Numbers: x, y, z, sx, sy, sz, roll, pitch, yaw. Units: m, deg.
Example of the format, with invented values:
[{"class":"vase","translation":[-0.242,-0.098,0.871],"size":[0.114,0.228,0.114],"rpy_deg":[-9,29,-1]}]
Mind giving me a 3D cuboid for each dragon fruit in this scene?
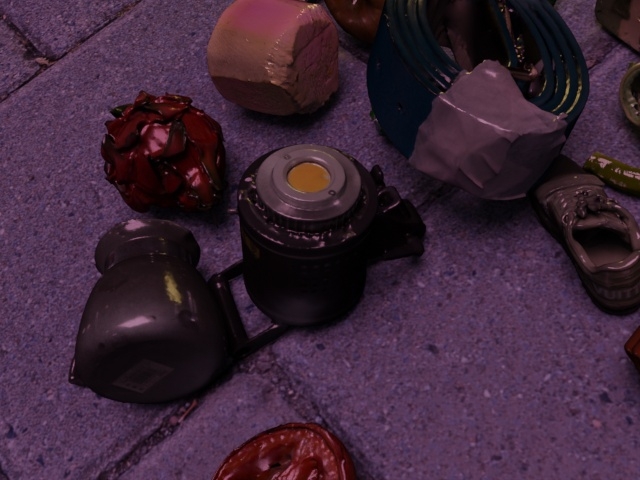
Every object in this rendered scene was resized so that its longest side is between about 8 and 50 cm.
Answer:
[{"class":"dragon fruit","translation":[-0.271,-0.135,1.190],"size":[0.234,0.234,0.293],"rpy_deg":[-30,70,-2]}]

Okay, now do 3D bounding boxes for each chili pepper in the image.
[{"class":"chili pepper","translation":[0.510,-0.090,1.010],"size":[0.202,0.050,0.051],"rpy_deg":[21,105,25]}]

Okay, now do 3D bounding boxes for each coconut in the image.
[{"class":"coconut","translation":[-0.098,-0.351,1.253],"size":[0.245,0.233,0.233],"rpy_deg":[21,68,33]}]

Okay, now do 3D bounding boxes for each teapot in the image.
[{"class":"teapot","translation":[-0.285,0.117,1.075],"size":[0.224,0.305,0.285],"rpy_deg":[5,46,-22]}]

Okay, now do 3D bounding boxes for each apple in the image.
[{"class":"apple","translation":[0.118,-0.510,1.266],"size":[0.261,0.260,0.194],"rpy_deg":[32,57,30]}]

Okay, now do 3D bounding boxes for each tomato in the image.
[{"class":"tomato","translation":[-0.044,0.362,0.881],"size":[0.228,0.101,0.227],"rpy_deg":[-13,52,18]}]

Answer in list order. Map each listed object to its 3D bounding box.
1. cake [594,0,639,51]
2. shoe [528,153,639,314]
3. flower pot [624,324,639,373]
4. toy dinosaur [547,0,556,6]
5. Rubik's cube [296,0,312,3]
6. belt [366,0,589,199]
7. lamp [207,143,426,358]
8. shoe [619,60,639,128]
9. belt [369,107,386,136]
[{"class":"cake","translation":[0.550,-0.454,1.085],"size":[0.172,0.284,0.158],"rpy_deg":[-43,56,10]},{"class":"shoe","translation":[0.392,-0.044,0.956],"size":[0.109,0.149,0.292],"rpy_deg":[-21,57,6]},{"class":"flower pot","translation":[0.494,0.136,0.812],"size":[0.173,0.191,0.190],"rpy_deg":[-40,56,8]},{"class":"toy dinosaur","translation":[0.424,-0.415,1.205],"size":[0.447,0.087,0.301],"rpy_deg":[-42,56,-2]},{"class":"Rubik's cube","translation":[-0.093,-0.597,1.410],"size":[0.265,0.213,0.224],"rpy_deg":[-34,70,-17]},{"class":"belt","translation":[0.233,-0.267,1.024],"size":[0.300,0.173,0.436],"rpy_deg":[0,49,-9]},{"class":"lamp","translation":[-0.032,-0.008,0.991],"size":[0.374,0.272,0.205],"rpy_deg":[-26,55,1]},{"class":"shoe","translation":[0.563,-0.188,1.004],"size":[0.128,0.140,0.262],"rpy_deg":[-14,51,-3]},{"class":"belt","translation":[0.126,-0.256,1.180],"size":[0.079,0.121,0.151],"rpy_deg":[-2,61,15]}]
